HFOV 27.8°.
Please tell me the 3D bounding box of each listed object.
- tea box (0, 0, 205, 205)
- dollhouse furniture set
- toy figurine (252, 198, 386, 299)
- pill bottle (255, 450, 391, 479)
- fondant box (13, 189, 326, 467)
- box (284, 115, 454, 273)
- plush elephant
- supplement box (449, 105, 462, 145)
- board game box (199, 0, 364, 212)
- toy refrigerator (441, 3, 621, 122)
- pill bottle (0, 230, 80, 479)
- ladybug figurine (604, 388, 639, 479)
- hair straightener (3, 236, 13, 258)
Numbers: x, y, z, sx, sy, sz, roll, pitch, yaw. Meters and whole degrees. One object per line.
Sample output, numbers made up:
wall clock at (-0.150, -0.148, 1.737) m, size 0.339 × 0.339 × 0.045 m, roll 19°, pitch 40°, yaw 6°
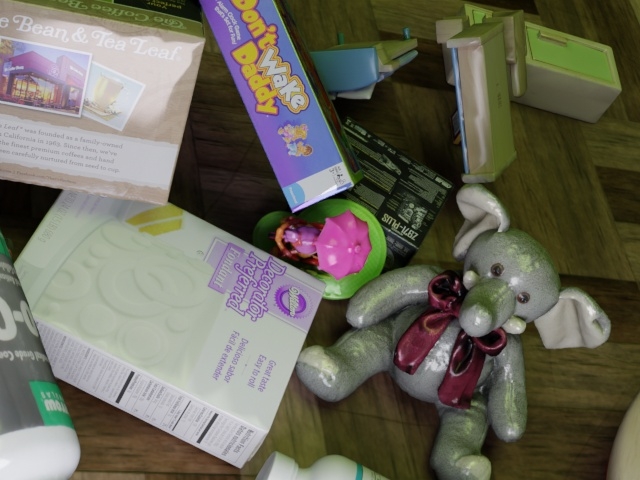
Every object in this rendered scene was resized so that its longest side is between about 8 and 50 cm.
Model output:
tea box at (-0.320, -0.231, 1.500) m, size 0.329 × 0.220 × 0.323 m, roll 10°, pitch 28°, yaw -13°
dollhouse furniture set at (0.124, -0.205, 1.869) m, size 0.303 × 0.198 × 0.286 m, roll 0°, pitch 17°, yaw 22°
toy figurine at (0.000, 0.000, 1.575) m, size 0.173 × 0.159 × 0.130 m, roll 12°, pitch 85°, yaw 0°
pill bottle at (0.048, 0.323, 1.370) m, size 0.264 × 0.146 × 0.146 m, roll 28°, pitch 46°, yaw -4°
fondant box at (-0.184, 0.079, 1.483) m, size 0.330 × 0.096 × 0.238 m, roll 28°, pitch 46°, yaw -6°
box at (0.068, -0.058, 1.736) m, size 0.180 × 0.077 × 0.147 m, roll 32°, pitch 46°, yaw 0°
plush elephant at (0.186, 0.094, 1.551) m, size 0.272 × 0.255 × 0.330 m, roll 40°, pitch 46°, yaw 6°
supplement box at (0.242, -0.168, 1.941) m, size 0.083 × 0.043 × 0.055 m, roll 12°, pitch 49°, yaw -20°
board game box at (-0.057, -0.212, 1.534) m, size 0.233 × 0.078 × 0.347 m, roll -50°, pitch 117°, yaw -83°
toy refrigerator at (0.336, -0.281, 2.047) m, size 0.270 × 0.094 × 0.102 m, roll 13°, pitch 50°, yaw -17°
pill bottle at (-0.353, 0.161, 1.239) m, size 0.204 × 0.204 × 0.361 m, roll -13°, pitch 70°, yaw -35°
ladybug figurine at (0.473, 0.329, 1.575) m, size 0.305 × 0.162 × 0.449 m, roll 35°, pitch 45°, yaw 2°
hair straightener at (-0.459, 0.000, 1.443) m, size 0.230 × 0.047 × 0.089 m, roll 7°, pitch 15°, yaw -11°
